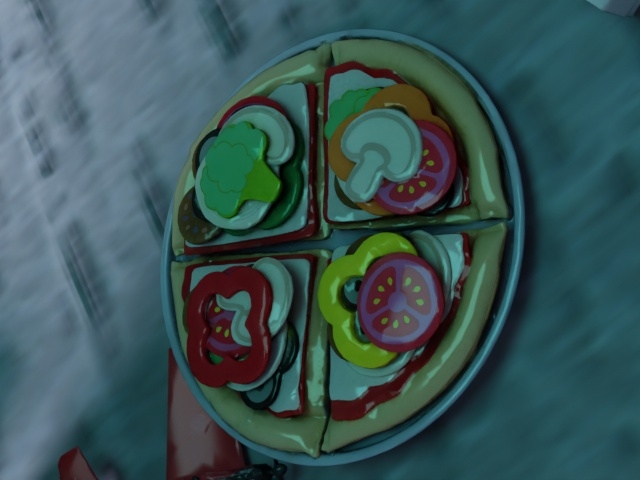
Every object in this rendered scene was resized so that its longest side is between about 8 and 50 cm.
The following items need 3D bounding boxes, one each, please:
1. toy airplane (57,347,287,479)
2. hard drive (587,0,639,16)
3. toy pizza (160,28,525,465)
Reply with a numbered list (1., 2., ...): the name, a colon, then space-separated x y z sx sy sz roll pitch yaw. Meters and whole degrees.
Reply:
1. toy airplane: -0.075 0.122 0.903 0.151 0.028 0.151 -5 82 38
2. hard drive: 0.137 -0.301 0.762 0.233 0.047 0.353 43 111 25
3. toy pizza: 0.000 0.000 0.848 0.201 0.032 0.201 -9 74 35
